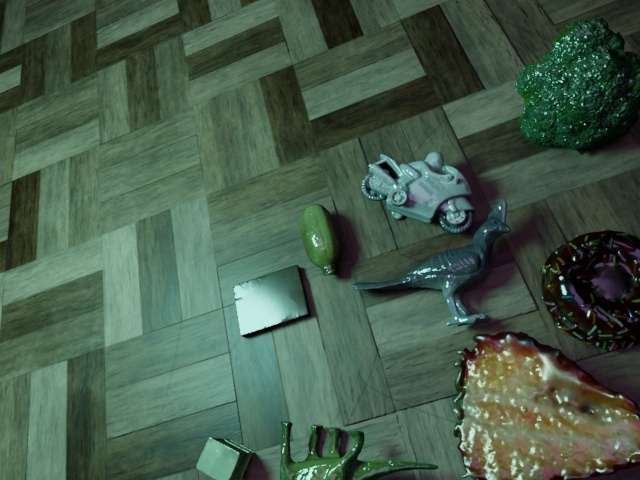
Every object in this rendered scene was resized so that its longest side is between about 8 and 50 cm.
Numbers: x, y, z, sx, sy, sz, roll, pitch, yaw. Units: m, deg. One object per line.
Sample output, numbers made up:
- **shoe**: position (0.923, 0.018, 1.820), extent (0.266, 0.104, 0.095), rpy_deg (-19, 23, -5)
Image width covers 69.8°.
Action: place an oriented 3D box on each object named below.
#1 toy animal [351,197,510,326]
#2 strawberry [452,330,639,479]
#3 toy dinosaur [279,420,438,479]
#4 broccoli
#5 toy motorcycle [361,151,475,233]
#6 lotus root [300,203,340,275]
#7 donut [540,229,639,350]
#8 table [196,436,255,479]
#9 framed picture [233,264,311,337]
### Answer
- **toy animal**: position (0.267, 0.088, 0.951), extent (0.367, 0.081, 0.205), rpy_deg (-31, 66, 11)
- **strawberry**: position (0.368, 0.280, 0.784), extent (0.280, 0.150, 0.253), rpy_deg (-22, 52, 22)
- **toy dinosaur**: position (-0.016, 0.503, 0.855), extent (0.447, 0.087, 0.300), rpy_deg (-1, 66, 24)
- **broccoli**: position (0.551, -0.339, 0.976), extent (0.254, 0.269, 0.269), rpy_deg (10, 71, 15)
- **toy motorcycle**: position (0.231, -0.123, 1.031), extent (0.260, 0.110, 0.170), rpy_deg (24, 79, 16)
- **lotus root**: position (-0.001, 0.000, 1.063), extent (0.077, 0.090, 0.183), rpy_deg (-7, 65, -16)
- **donut**: position (0.543, 0.085, 0.860), extent (0.235, 0.089, 0.235), rpy_deg (-6, 66, 13)
- **table**: position (-0.190, 0.447, 0.932), extent (0.079, 0.083, 0.062), rpy_deg (16, 72, 23)
- **framed picture**: position (-0.116, 0.141, 1.075), extent (0.169, 0.023, 0.127), rpy_deg (-19, 63, 9)
